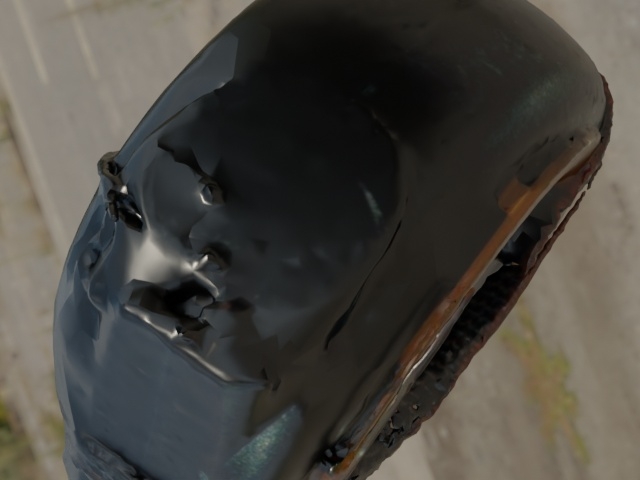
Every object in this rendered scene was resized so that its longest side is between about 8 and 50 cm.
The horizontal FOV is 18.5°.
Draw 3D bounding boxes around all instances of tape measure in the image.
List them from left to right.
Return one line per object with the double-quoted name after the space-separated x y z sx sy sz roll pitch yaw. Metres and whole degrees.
0.000 0.000 0.674 0.135 0.223 0.202 37 148 13 "tape measure"
